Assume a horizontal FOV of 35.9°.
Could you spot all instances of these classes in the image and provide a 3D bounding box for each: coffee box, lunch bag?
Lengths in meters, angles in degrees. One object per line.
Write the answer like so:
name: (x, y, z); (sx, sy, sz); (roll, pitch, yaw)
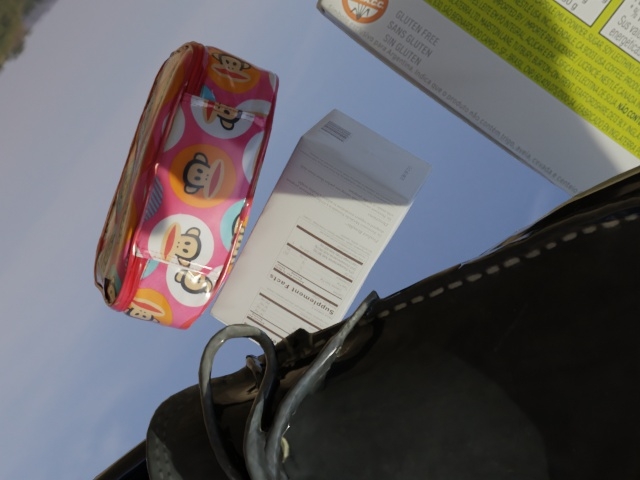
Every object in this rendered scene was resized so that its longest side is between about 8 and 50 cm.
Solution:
coffee box: (0.260, -0.202, 0.719); (0.334, 0.338, 0.337); (-54, 174, 17)
lunch bag: (-0.153, -0.062, 1.076); (0.258, 0.120, 0.293); (-160, -92, -72)

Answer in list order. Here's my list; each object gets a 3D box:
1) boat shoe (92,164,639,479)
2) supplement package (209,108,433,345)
boat shoe: (0.007, 0.130, 0.456); (0.500, 0.156, 0.187); (-37, -124, 32)
supplement package: (0.000, 0.000, 1.111); (0.244, 0.134, 0.139); (-60, 176, 25)
